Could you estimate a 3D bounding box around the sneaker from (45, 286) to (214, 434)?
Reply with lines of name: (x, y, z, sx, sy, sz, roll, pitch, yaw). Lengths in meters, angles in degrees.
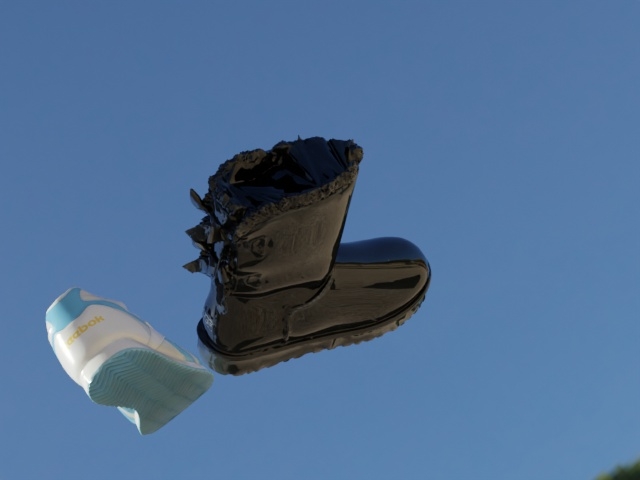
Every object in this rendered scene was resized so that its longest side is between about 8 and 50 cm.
sneaker: (-0.163, 0.103, 1.448, 0.087, 0.092, 0.229, -40, -23, -3)

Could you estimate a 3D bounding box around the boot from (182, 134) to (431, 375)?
boot: (0.000, 0.000, 0.675, 0.121, 0.045, 0.099, -19, -40, -26)
